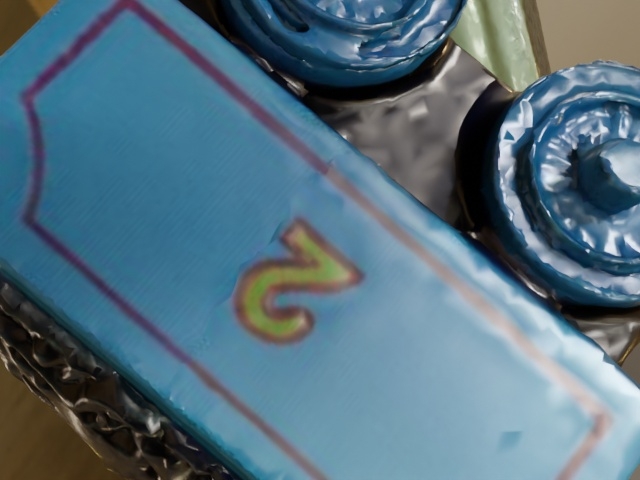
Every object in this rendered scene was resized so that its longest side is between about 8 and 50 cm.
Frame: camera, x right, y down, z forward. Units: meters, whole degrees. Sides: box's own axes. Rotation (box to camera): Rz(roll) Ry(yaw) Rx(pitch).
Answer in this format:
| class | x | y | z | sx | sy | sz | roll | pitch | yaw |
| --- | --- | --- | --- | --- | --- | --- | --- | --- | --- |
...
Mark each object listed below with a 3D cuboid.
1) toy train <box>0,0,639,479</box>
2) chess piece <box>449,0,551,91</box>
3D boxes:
| class | x | y | z | sx | sy | sz | roll | pitch | yaw |
| --- | --- | --- | --- | --- | --- | --- | --- | --- | --- |
| toy train | 0.000 | 0.000 | 0.558 | 0.265 | 0.300 | 0.188 | -50 | 178 | -19 |
| chess piece | 0.014 | -0.126 | 0.957 | 0.299 | 0.194 | 0.195 | -12 | -116 | 14 |
